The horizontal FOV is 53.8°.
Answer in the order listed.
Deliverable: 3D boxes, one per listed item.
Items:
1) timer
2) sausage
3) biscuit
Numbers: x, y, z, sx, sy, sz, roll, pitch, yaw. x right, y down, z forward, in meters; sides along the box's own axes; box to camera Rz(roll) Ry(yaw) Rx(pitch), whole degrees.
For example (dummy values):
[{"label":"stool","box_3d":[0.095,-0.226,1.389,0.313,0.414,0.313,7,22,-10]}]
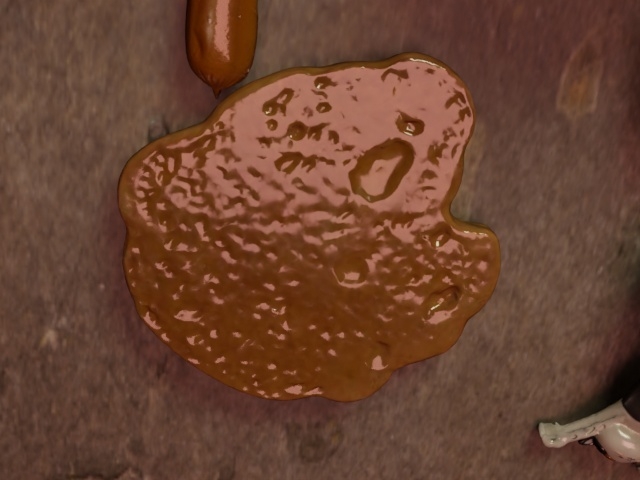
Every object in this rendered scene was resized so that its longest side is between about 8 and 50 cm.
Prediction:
[{"label":"timer","box_3d":[0.347,0.135,0.603,0.175,0.175,0.266,21,124,-9]},{"label":"sausage","box_3d":[-0.078,-0.207,0.507,0.062,0.054,0.183,6,104,-7]},{"label":"biscuit","box_3d":[0.000,0.000,0.574,0.351,0.057,0.312,-32,106,9]}]
